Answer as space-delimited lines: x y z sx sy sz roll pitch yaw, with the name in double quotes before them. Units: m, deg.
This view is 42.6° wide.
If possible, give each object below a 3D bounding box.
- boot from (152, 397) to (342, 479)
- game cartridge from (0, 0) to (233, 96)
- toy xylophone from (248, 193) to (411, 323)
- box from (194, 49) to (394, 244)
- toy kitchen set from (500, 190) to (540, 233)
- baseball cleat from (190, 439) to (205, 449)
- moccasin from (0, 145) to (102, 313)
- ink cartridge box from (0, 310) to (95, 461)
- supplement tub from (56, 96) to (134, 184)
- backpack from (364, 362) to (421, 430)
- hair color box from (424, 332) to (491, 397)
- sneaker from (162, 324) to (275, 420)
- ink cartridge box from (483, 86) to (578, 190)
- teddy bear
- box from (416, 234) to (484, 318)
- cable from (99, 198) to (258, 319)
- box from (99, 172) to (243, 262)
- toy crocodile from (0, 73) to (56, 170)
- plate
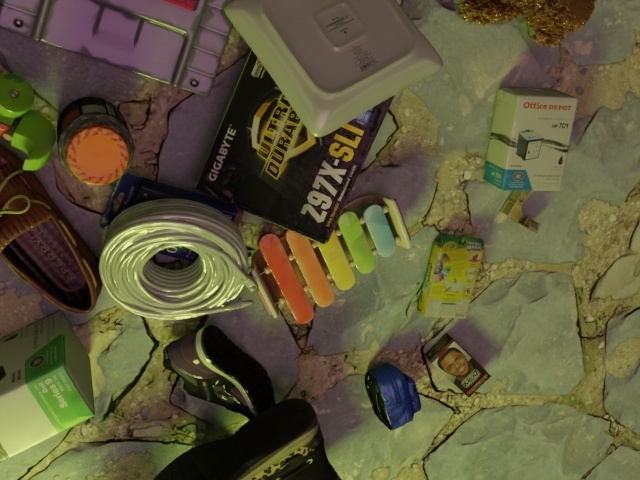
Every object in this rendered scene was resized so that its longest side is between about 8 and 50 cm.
"boot" -0.134 0.499 1.612 0.377 0.138 0.284 -32 129 -8
"game cartridge" -0.312 -0.394 1.319 0.355 0.068 0.230 15 109 -23
"toy xylophone" 0.000 0.000 1.561 0.323 0.081 0.236 -35 116 -4
"box" -0.041 -0.188 1.432 0.257 0.079 0.322 24 102 -5
"toy kitchen set" 0.434 -0.063 1.689 0.083 0.068 0.075 25 101 -25
"baseball cleat" -0.189 0.464 1.691 0.109 0.072 0.206 -33 126 -12
"moccasin" -0.503 -0.024 1.345 0.139 0.147 0.380 -32 117 -5
"ink cartridge box" -0.549 0.271 1.407 0.289 0.211 0.121 -26 117 -8
"supplement tub" -0.362 -0.158 1.317 0.117 0.190 0.117 -6 113 -16
"backpack" 0.150 0.318 1.728 0.101 0.098 0.120 -25 103 -18
"hair color box" 0.300 0.273 1.787 0.072 0.043 0.141 -46 116 4
"sneaker" -0.197 0.273 1.609 0.124 0.107 0.283 -20 127 22
"ink cartridge box" 0.414 -0.200 1.623 0.140 0.082 0.190 -1 112 -18
"teddy bear" 0.343 -0.495 1.485 0.338 0.113 0.245 10 100 -14
"box" 0.270 0.072 1.701 0.105 0.043 0.179 5 111 -20
"cable" -0.255 0.034 1.437 0.257 0.089 0.257 -14 134 5
"box" -0.267 -0.033 1.460 0.225 0.036 0.136 16 125 -22
"toy crocodile" -0.554 -0.232 1.246 0.340 0.115 0.105 37 54 -26
"plate" 0.029 -0.344 1.349 0.277 0.045 0.278 -32 82 -19
